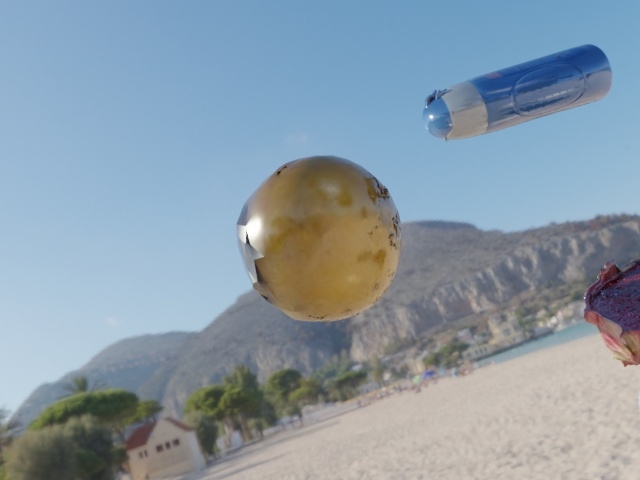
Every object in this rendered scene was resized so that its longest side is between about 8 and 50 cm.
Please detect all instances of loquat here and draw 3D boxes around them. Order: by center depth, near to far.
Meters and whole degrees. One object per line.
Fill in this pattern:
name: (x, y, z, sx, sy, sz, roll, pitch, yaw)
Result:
loquat: (0.000, 0.000, 0.991, 0.234, 0.235, 0.235, -19, -13, -4)

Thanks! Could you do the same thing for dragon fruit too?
dragon fruit: (0.454, 0.099, 0.966, 0.274, 0.126, 0.161, -32, 24, -35)

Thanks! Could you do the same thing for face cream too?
face cream: (0.273, -0.207, 1.029, 0.263, 0.083, 0.149, -17, 11, -2)

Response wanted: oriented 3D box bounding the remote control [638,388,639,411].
remote control: (0.423, 0.139, 0.725, 0.244, 0.087, 0.047, -18, -14, -23)
